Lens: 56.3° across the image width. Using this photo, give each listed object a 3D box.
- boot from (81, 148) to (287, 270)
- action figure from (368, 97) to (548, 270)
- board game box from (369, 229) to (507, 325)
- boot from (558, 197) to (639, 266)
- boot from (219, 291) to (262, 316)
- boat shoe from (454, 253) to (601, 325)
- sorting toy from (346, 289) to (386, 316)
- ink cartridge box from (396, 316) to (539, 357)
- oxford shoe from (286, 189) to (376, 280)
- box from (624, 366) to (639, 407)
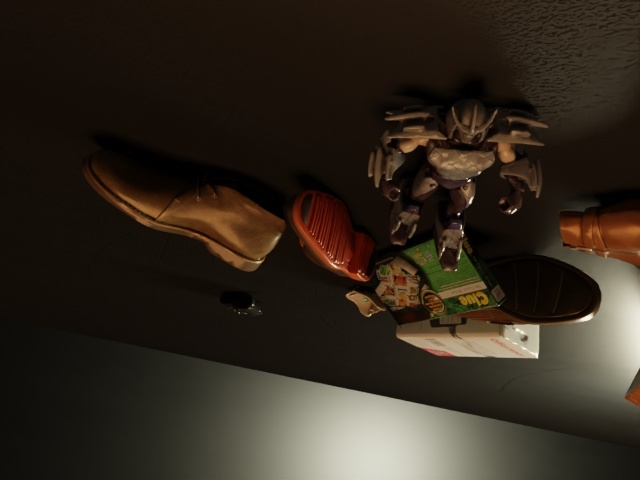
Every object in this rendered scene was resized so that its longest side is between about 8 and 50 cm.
[{"bbox_3d":[-0.186,-0.068,0.872,0.305,0.112,0.115,27,124,-29],"label":"boot"},{"bbox_3d":[0.146,-0.067,0.681,0.185,0.099,0.285,13,157,5],"label":"action figure"},{"bbox_3d":[0.177,0.067,1.000,0.136,0.030,0.259,59,148,-3],"label":"board game box"},{"bbox_3d":[0.404,0.007,0.796,0.152,0.073,0.197,-3,144,28],"label":"boot"},{"bbox_3d":[-0.186,0.165,1.512,0.121,0.045,0.099,2,157,39],"label":"boot"},{"bbox_3d":[0.326,0.088,1.009,0.307,0.111,0.104,2,164,46],"label":"boat shoe"},{"bbox_3d":[0.096,0.126,1.292,0.075,0.045,0.083,23,157,-13],"label":"sorting toy"},{"bbox_3d":[0.303,0.173,1.230,0.237,0.100,0.172,-9,153,42],"label":"ink cartridge box"},{"bbox_3d":[0.000,0.000,0.928,0.098,0.097,0.271,6,160,26],"label":"oxford shoe"},{"bbox_3d":[0.686,0.231,1.015,0.215,0.168,0.345,30,169,26],"label":"box"}]
